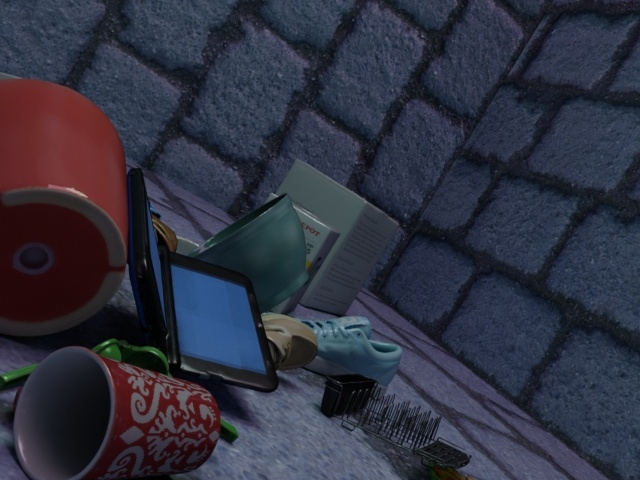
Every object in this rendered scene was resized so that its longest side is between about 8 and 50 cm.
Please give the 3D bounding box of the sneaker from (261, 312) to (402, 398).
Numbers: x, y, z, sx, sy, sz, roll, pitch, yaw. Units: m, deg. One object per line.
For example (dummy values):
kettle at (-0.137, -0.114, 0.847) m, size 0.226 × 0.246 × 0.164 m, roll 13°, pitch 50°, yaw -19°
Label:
sneaker at (0.027, 0.212, 1.496) m, size 0.365 × 0.150 × 0.135 m, roll 30°, pitch 3°, yaw -30°

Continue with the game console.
game console at (-0.175, 0.051, 0.995) m, size 0.173 × 0.250 × 0.293 m, roll -10°, pitch 34°, yaw -11°

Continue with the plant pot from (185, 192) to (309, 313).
plant pot at (-0.148, 0.051, 1.566) m, size 0.196 × 0.293 × 0.293 m, roll 58°, pitch -1°, yaw -9°

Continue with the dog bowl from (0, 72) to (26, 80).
dog bowl at (-0.749, -0.315, 1.672) m, size 0.348 × 0.102 × 0.349 m, roll 11°, pitch -7°, yaw 1°

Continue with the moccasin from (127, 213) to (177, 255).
moccasin at (-0.468, -0.065, 1.402) m, size 0.380 × 0.139 × 0.147 m, roll 40°, pitch -8°, yaw -12°

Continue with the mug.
mug at (-0.189, 0.159, 0.645) m, size 0.150 × 0.113 × 0.169 m, roll 35°, pitch 1°, yaw 32°

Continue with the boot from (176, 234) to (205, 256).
boot at (-0.354, 0.013, 1.696) m, size 0.190 × 0.069 × 0.086 m, roll 29°, pitch 6°, yaw -5°

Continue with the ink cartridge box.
ink cartridge box at (-0.104, 0.037, 1.887) m, size 0.198 × 0.270 × 0.197 m, roll 31°, pitch 3°, yaw 9°

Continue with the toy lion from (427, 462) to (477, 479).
toy lion at (0.228, 0.424, 1.224) m, size 0.096 × 0.034 × 0.100 m, roll 20°, pitch 9°, yaw -36°

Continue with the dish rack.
dish rack at (0.144, 0.328, 1.239) m, size 0.271 × 0.074 × 0.208 m, roll 21°, pitch 0°, yaw 24°

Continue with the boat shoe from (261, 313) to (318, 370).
boat shoe at (-0.104, 0.184, 1.144) m, size 0.302 × 0.109 × 0.098 m, roll 20°, pitch 16°, yaw -47°

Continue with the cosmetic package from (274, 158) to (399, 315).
cosmetic package at (0.000, 0.000, 2.356) m, size 0.327 × 0.394 × 0.329 m, roll 33°, pitch 3°, yaw 29°

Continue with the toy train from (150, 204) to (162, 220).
toy train at (-0.495, -0.077, 1.764) m, size 0.184 × 0.080 × 0.105 m, roll 28°, pitch -5°, yaw -12°

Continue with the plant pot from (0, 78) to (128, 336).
plant pot at (-0.356, -0.032, 0.835) m, size 0.275 × 0.275 × 0.243 m, roll 29°, pitch 14°, yaw -37°

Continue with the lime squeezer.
lime squeezer at (-0.233, 0.165, 0.797) m, size 0.310 × 0.058 × 0.110 m, roll 30°, pitch 36°, yaw -42°
